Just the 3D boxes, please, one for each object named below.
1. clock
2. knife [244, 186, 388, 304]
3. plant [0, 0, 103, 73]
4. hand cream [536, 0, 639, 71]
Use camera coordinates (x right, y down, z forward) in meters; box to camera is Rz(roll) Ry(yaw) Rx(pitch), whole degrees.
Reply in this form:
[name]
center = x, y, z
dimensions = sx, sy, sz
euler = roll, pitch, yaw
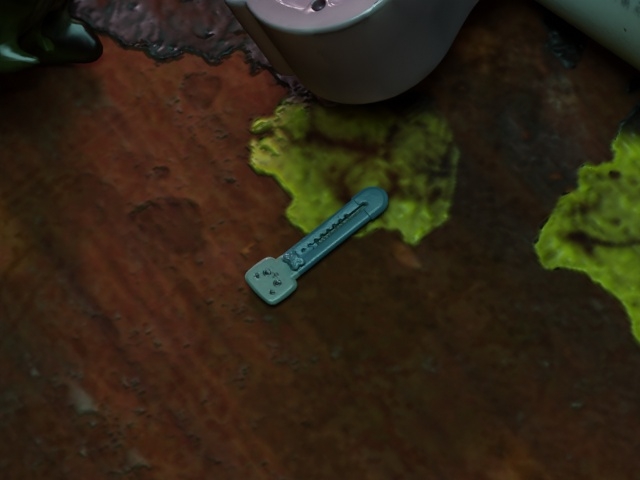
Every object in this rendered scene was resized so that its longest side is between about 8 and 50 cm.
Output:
[clock]
center = 0.100, -0.209, 1.128
dimensions = 0.290, 0.080, 0.275
euler = 1, 60, 27
[knife]
center = 0.000, 0.000, 1.111
dimensions = 0.096, 0.010, 0.027
euler = -38, 67, -16
[plant]
center = -0.288, -0.162, 1.162
dimensions = 0.333, 0.180, 0.251
euler = -25, 71, 13
[hand cream]
center = 0.176, -0.170, 1.159
dimensions = 0.133, 0.083, 0.248
euler = -38, 57, -16
